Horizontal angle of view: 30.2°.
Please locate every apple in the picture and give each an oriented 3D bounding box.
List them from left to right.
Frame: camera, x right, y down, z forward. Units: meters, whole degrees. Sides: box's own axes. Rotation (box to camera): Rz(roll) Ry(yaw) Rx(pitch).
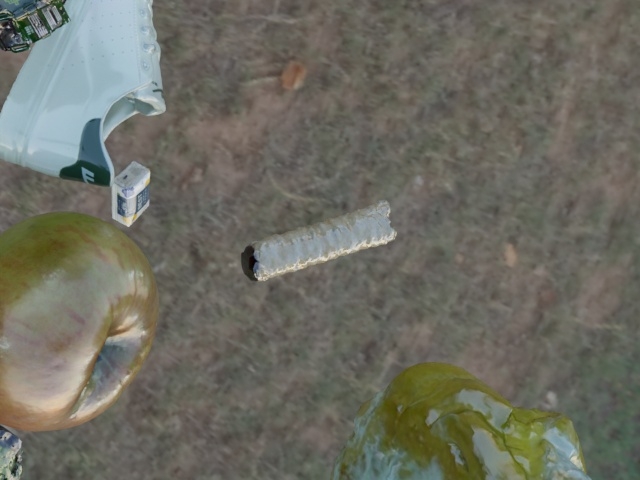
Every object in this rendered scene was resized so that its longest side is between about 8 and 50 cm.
[{"bbox_3d":[-0.301,0.091,1.327,0.261,0.194,0.261,-48,154,-33],"label":"apple"}]

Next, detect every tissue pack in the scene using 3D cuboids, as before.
[{"bbox_3d":[-0.294,-0.072,1.838,0.062,0.042,0.083,-53,163,-41],"label":"tissue pack"}]

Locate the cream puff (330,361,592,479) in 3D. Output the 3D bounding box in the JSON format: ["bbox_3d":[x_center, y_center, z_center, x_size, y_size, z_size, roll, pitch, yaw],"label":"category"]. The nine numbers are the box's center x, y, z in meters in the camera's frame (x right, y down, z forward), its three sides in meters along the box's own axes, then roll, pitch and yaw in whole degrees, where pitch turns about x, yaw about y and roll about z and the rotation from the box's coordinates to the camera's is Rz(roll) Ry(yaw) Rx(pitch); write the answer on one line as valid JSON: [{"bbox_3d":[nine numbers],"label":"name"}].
[{"bbox_3d":[0.199,0.351,1.500,0.275,0.378,0.378,10,101,-46],"label":"cream puff"}]

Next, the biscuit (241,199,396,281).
[{"bbox_3d":[0.000,0.000,1.562,0.219,0.055,0.061,-16,97,-21],"label":"biscuit"}]

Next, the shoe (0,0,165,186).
[{"bbox_3d":[-0.234,-0.229,1.380,0.160,0.132,0.363,25,74,-5],"label":"shoe"}]

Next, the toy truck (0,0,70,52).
[{"bbox_3d":[-0.355,-0.306,1.177,0.121,0.259,0.088,-31,168,-6],"label":"toy truck"}]

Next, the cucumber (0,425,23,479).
[{"bbox_3d":[-0.324,0.111,0.841,0.067,0.245,0.067,-59,171,-14],"label":"cucumber"}]
